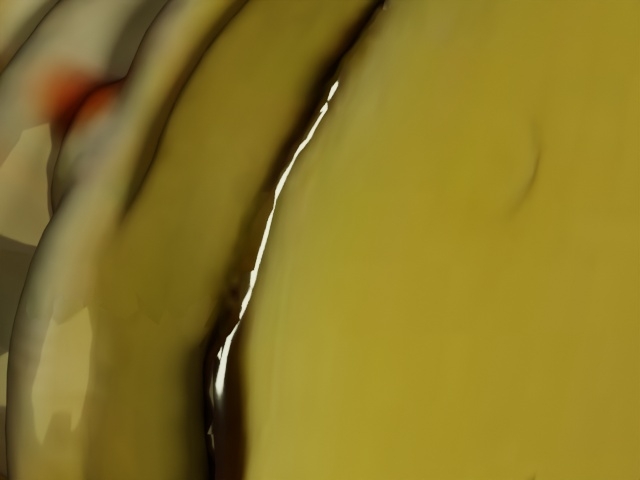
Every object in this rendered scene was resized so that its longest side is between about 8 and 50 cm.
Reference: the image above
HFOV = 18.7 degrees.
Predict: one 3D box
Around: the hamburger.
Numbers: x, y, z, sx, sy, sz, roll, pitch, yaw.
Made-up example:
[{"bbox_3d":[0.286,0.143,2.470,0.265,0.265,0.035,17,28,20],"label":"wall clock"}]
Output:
[{"bbox_3d":[0.000,0.000,0.547,0.236,0.276,0.276,16,126,44],"label":"hamburger"}]
